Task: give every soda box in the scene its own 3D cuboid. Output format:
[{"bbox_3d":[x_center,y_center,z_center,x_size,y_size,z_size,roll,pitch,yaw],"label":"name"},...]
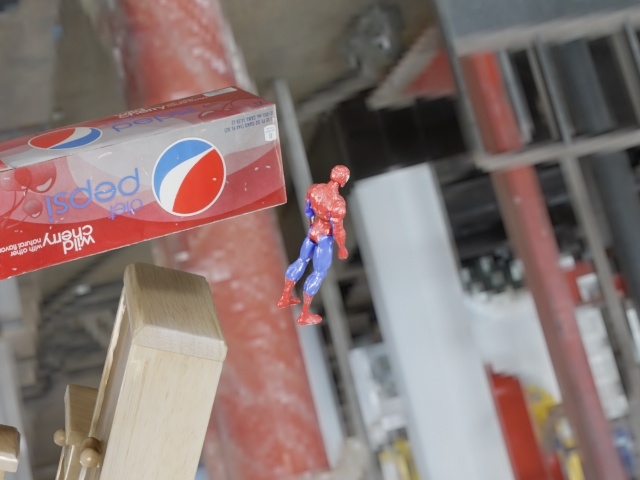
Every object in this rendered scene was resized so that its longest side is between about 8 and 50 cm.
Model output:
[{"bbox_3d":[-0.164,-0.049,1.477,0.263,0.092,0.083,-15,-157,-24],"label":"soda box"}]

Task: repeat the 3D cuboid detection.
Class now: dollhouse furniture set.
[{"bbox_3d":[-0.242,0.073,0.912,0.356,0.173,0.303,13,-168,-11],"label":"dollhouse furniture set"}]

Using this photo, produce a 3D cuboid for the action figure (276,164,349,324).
[{"bbox_3d":[0.000,0.000,1.210,0.030,0.038,0.115,-12,131,-37],"label":"action figure"}]
